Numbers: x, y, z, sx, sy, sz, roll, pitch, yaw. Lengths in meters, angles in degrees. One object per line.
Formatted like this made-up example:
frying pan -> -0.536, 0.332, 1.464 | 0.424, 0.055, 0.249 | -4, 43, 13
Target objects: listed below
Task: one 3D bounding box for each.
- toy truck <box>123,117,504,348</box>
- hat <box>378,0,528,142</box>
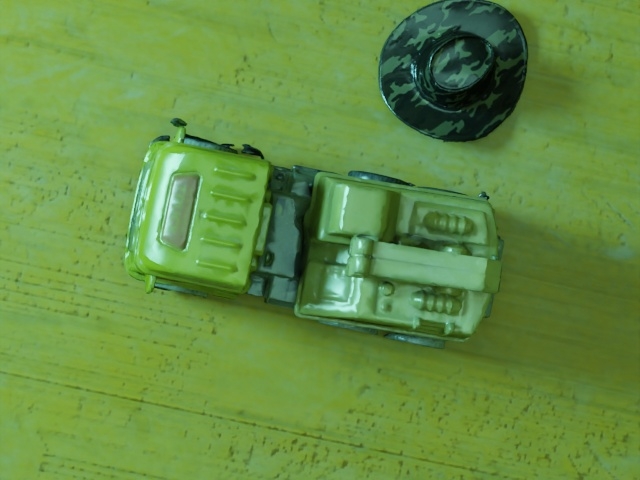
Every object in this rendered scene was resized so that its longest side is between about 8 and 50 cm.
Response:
toy truck -> 0.000, 0.000, 1.285 | 0.272, 0.157, 0.124 | 12, 87, -5
hat -> 0.105, -0.131, 1.354 | 0.121, 0.050, 0.121 | 1, 85, -7
